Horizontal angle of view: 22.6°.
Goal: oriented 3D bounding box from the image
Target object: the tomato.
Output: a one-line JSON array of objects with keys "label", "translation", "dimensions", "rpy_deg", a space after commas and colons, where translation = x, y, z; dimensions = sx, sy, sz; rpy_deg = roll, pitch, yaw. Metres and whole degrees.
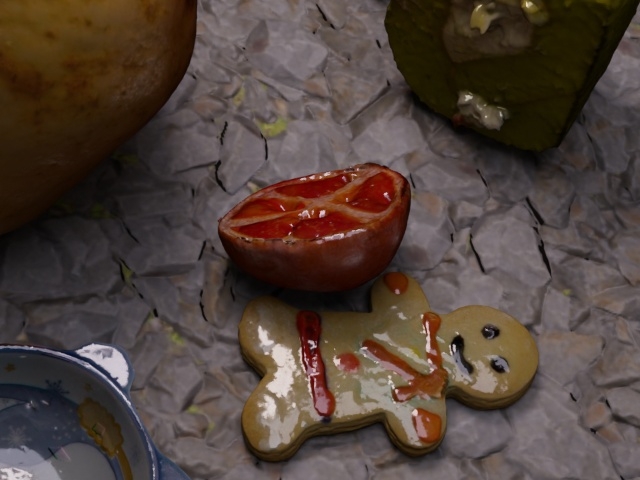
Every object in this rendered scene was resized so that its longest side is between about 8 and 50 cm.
[{"label": "tomato", "translation": [0.000, 0.000, 1.238], "dimensions": [0.156, 0.069, 0.155], "rpy_deg": [-9, 21, 4]}]

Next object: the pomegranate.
[{"label": "pomegranate", "translation": [-0.286, -0.186, 1.130], "dimensions": [0.410, 0.410, 0.410], "rpy_deg": [4, 59, -6]}]

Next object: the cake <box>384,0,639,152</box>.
[{"label": "cake", "translation": [0.158, -0.200, 1.279], "dimensions": [0.179, 0.260, 0.156], "rpy_deg": [27, 58, 9]}]

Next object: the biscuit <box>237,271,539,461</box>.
[{"label": "biscuit", "translation": [0.053, 0.093, 1.228], "dimensions": [0.234, 0.030, 0.153], "rpy_deg": [-1, 62, -8]}]

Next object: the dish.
[{"label": "dish", "translation": [-0.210, 0.189, 1.101], "dimensions": [0.236, 0.086, 0.228], "rpy_deg": [-26, 68, -21]}]
